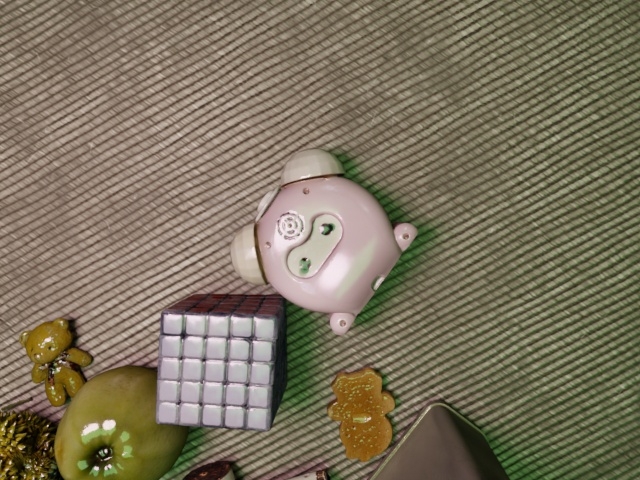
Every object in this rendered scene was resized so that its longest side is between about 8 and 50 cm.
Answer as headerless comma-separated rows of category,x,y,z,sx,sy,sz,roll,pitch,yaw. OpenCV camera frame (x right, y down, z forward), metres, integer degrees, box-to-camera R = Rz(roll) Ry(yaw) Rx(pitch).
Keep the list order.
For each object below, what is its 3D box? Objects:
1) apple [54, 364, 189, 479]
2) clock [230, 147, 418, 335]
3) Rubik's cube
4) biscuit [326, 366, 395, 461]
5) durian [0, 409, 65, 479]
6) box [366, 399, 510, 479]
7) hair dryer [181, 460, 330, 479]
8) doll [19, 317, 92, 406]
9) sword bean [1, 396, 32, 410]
apple,-0.425,0.415,0.955,0.280,0.279,0.278,0,92,1
clock,0.000,0.000,0.967,0.326,0.184,0.342,36,87,4
Rubik's cube,-0.198,0.248,0.943,0.239,0.237,0.236,2,93,2
biscuit,0.103,0.418,1.042,0.166,0.036,0.225,-14,95,2
durian,-0.674,0.524,0.955,0.291,0.291,0.224,40,89,0
box,0.226,0.561,0.891,0.177,0.344,0.351,38,93,2
hair dryer,-0.129,0.605,1.007,0.363,0.128,0.203,-16,88,0
doll,-0.626,0.294,1.026,0.137,0.097,0.209,-19,97,-4
sword bean,-0.751,0.404,1.072,0.084,0.012,0.012,-20,92,2
